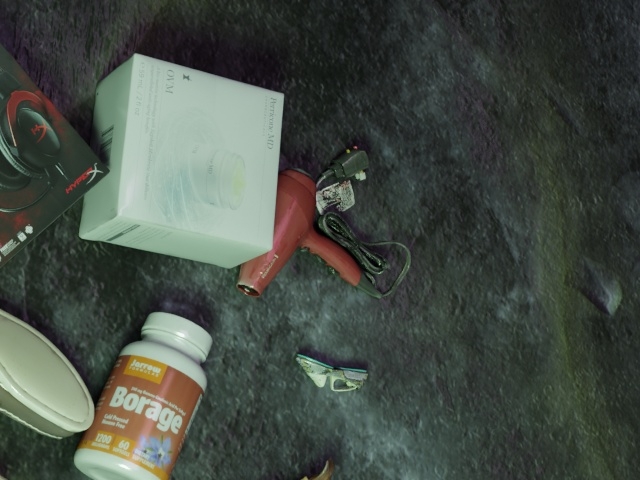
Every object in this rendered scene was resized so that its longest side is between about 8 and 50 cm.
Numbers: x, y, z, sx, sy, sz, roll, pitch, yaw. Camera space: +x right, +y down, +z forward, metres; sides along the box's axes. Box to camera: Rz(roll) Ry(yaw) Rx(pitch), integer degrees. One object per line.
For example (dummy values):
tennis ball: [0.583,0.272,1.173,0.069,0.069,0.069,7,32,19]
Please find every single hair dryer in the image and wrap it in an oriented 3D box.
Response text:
hair dryer: [0.000,0.000,2.034,0.293,0.080,0.223,-23,90,-32]

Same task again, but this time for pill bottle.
pill bottle: [-0.217,0.205,1.830,0.121,0.121,0.216,31,64,-21]

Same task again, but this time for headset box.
headset box: [-0.443,-0.121,1.785,0.293,0.110,0.218,51,59,-10]

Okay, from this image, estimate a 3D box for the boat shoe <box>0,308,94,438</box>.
boat shoe: [-0.419,0.139,1.744,0.324,0.097,0.116,40,25,-19]

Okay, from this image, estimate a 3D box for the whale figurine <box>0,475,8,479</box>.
whale figurine: [-0.482,0.331,1.646,0.216,0.141,0.272,33,31,22]

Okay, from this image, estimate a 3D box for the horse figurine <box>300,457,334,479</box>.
horse figurine: [-0.088,0.354,1.863,0.263,0.174,0.066,-12,75,-45]

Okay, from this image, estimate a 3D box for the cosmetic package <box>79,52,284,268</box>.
cosmetic package: [-0.180,-0.101,1.921,0.225,0.138,0.224,12,72,-29]

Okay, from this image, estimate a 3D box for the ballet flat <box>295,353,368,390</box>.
ballet flat: [0.014,0.188,2.020,0.114,0.041,0.041,16,70,-26]
